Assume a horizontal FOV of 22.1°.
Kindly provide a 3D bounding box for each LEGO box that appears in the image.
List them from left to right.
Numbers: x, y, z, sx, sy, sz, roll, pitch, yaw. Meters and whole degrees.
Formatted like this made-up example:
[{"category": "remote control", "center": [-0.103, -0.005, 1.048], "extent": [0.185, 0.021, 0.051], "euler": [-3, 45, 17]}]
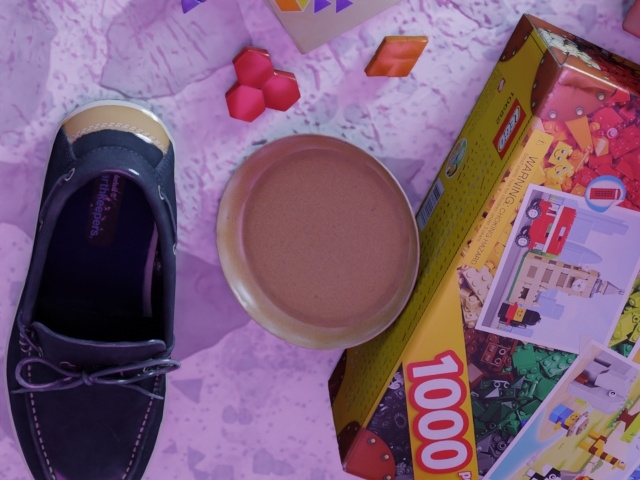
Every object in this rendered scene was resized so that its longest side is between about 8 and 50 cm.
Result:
[{"category": "LEGO box", "center": [0.282, 0.065, 1.765], "extent": [0.373, 0.193, 0.500], "euler": [21, 111, -13]}]

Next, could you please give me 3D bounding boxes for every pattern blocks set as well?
[{"category": "pattern blocks set", "center": [0.013, -0.286, 1.671], "extent": [0.325, 0.026, 0.285], "euler": [-21, 115, 5]}]

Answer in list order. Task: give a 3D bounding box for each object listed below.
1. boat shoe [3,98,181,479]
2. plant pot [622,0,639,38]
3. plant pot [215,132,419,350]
[{"category": "boat shoe", "center": [-0.243, 0.098, 1.758], "extent": [0.187, 0.156, 0.500], "euler": [6, 115, -10]}, {"category": "plant pot", "center": [0.466, -0.268, 1.606], "extent": [0.275, 0.275, 0.243], "euler": [19, 102, -13]}, {"category": "plant pot", "center": [0.000, 0.000, 1.750], "extent": [0.236, 0.032, 0.236], "euler": [5, 103, 24]}]
